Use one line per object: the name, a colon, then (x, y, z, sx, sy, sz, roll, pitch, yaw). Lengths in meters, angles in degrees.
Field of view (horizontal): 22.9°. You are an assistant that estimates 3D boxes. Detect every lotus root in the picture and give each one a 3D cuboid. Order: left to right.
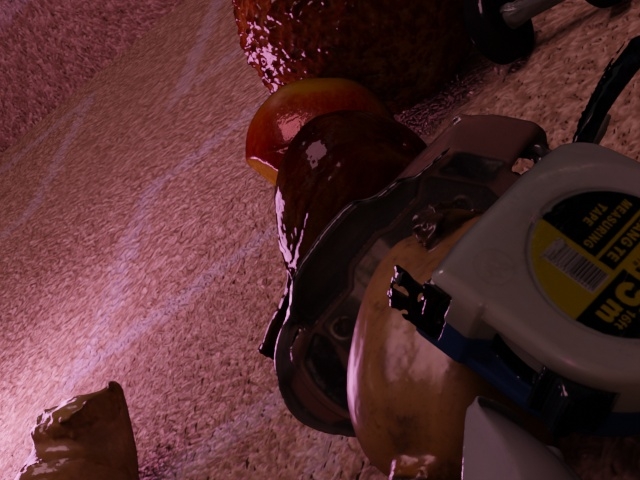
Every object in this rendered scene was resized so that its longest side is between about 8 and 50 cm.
lotus root: (0.106, 0.116, 1.242, 0.182, 0.182, 0.310, -26, 36, 42)

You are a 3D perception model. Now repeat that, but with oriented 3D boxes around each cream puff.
cream puff: (0.058, -0.291, 1.977, 0.350, 0.350, 0.229, -42, 35, 6)

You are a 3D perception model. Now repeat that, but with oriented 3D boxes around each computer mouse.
computer mouse: (0.109, 0.015, 1.423, 0.389, 0.199, 0.115, -45, 7, -4)
computer mouse: (0.155, 0.189, 1.053, 0.079, 0.128, 0.231, -37, 24, 21)

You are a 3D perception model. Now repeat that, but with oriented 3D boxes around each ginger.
ginger: (-0.270, 0.273, 1.717, 0.138, 0.152, 0.267, -8, 51, 17)

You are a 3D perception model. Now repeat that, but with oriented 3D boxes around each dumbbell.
dumbbell: (0.266, -0.288, 1.852, 0.191, 0.100, 0.100, -26, 26, 40)

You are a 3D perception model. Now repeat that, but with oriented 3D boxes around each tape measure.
tape measure: (0.235, -0.006, 1.182, 0.351, 0.215, 0.098, -44, -18, -30)

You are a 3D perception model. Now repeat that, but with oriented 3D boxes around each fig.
fig: (0.033, 0.007, 1.713, 0.190, 0.190, 0.290, -126, 42, -71)

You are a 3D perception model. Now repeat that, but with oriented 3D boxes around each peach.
peach: (0.002, -0.097, 1.880, 0.190, 0.190, 0.192, -27, 39, 41)
